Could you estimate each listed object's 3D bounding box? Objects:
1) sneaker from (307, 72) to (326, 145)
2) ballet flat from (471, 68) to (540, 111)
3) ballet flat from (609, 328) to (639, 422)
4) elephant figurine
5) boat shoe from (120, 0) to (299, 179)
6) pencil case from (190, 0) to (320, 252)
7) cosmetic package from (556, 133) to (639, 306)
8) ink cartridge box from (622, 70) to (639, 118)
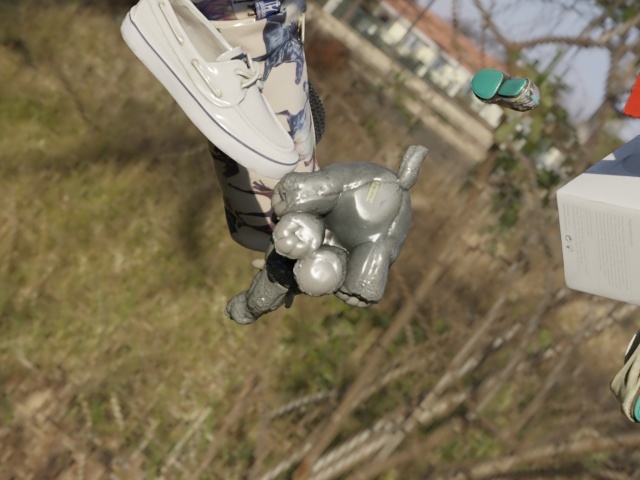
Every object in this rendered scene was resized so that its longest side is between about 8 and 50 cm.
[{"bbox_3d":[-0.048,-0.223,2.073,0.075,0.057,0.161,-4,-66,47],"label":"sneaker"},{"bbox_3d":[0.196,-0.153,1.381,0.041,0.041,0.114,38,-2,-24],"label":"ballet flat"},{"bbox_3d":[0.272,0.066,1.020,0.057,0.168,0.052,14,25,-28],"label":"ballet flat"},{"bbox_3d":[0.000,0.000,1.439,0.185,0.170,0.239,2,-10,-11],"label":"elephant figurine"},{"bbox_3d":[-0.112,-0.188,1.516,0.267,0.088,0.096,48,30,7],"label":"boat shoe"},{"bbox_3d":[-0.079,-0.178,1.890,0.160,0.183,0.410,-93,173,-58],"label":"pencil case"},{"bbox_3d":[0.439,-0.023,1.553,0.224,0.224,0.138,14,-55,44],"label":"cosmetic package"},{"bbox_3d":[0.499,-0.127,1.221,0.384,0.091,0.308,20,-35,7],"label":"ink cartridge box"}]
